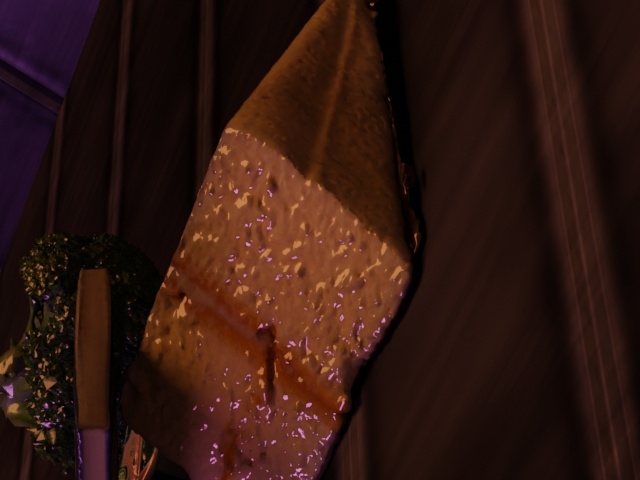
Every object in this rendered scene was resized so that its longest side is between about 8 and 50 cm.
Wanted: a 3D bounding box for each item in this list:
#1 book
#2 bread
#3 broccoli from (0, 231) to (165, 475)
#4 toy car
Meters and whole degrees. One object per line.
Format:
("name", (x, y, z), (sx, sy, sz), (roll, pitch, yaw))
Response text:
("book", (-0.208, 0.279, 1.824), (0.300, 0.039, 0.428), (-102, 12, -64))
("bread", (0.000, 0.000, 1.814), (0.405, 0.242, 0.346), (-49, -14, -52))
("broccoli", (-0.263, 0.122, 2.174), (0.241, 0.269, 0.261), (-30, 5, 32))
("toy car", (-0.155, 0.203, 2.037), (0.076, 0.090, 0.224), (-41, 37, 54))
